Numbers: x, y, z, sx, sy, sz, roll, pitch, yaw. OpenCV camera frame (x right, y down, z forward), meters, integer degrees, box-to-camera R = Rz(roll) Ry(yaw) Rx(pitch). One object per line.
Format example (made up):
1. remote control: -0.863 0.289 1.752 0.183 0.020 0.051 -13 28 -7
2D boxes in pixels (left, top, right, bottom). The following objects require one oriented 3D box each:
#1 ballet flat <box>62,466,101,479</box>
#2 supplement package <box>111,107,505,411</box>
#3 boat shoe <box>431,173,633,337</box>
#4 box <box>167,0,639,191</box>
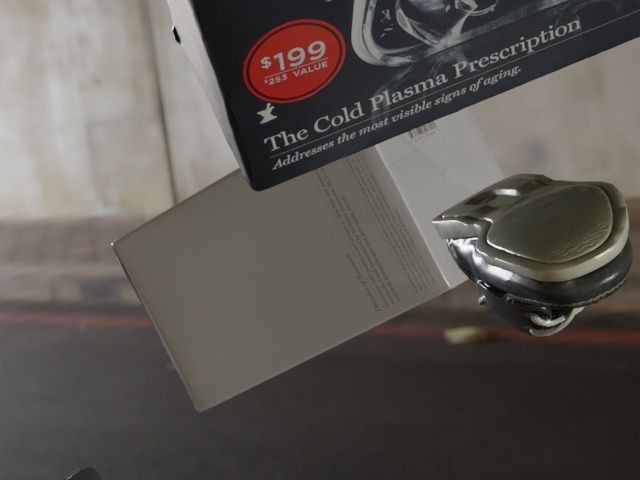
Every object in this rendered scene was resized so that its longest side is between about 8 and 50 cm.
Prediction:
1. ballet flat: -0.254 0.298 1.810 0.074 0.074 0.203 -2 32 40
2. supplement package: 0.000 0.000 1.649 0.293 0.175 0.177 -29 -1 33
3. boat shoe: 0.126 0.013 1.037 0.084 0.079 0.233 -24 8 -6
4. box: 0.053 -0.245 1.191 0.343 0.312 0.179 -23 49 -4
